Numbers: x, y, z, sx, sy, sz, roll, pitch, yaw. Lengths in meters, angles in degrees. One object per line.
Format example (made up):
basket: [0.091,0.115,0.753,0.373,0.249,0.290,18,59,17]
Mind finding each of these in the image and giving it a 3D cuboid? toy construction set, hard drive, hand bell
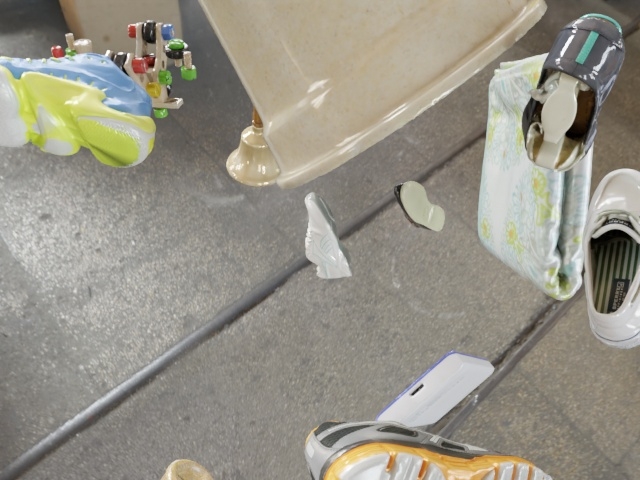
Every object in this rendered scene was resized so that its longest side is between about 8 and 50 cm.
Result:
toy construction set: [-0.478,-0.392,1.372,0.309,0.237,0.257,-11,45,-15]
hard drive: [0.261,0.329,1.189,0.210,0.318,0.040,-45,61,10]
hand bell: [-0.115,-0.234,1.044,0.126,0.242,0.126,5,48,-6]

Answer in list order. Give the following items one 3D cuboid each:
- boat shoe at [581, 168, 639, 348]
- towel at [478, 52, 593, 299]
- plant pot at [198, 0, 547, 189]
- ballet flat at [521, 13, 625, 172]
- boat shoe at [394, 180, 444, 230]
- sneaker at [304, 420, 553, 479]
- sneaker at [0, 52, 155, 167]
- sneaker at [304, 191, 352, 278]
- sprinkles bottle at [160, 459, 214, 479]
boat shoe: [0.331,0.001,0.594,0.083,0.076,0.226,-7,54,34]
towel: [0.355,-0.123,0.939,0.090,0.374,0.320,-2,13,2]
plant pot: [0.003,-0.273,0.570,0.334,0.334,0.305,-44,106,-28]
ballet flat: [0.215,-0.108,0.495,0.074,0.203,0.074,-4,65,10]
boat shoe: [0.133,-0.047,0.776,0.042,0.133,0.049,14,81,36]
sneaker: [0.083,0.171,0.386,0.215,0.083,0.084,28,84,-26]
sneaker: [-0.300,-0.161,0.607,0.240,0.091,0.126,19,44,-19]
sneaker: [0.000,0.000,0.817,0.061,0.152,0.054,-15,30,12]
sprinkles bottle: [-0.358,0.626,1.137,0.121,0.121,0.355,39,99,16]
